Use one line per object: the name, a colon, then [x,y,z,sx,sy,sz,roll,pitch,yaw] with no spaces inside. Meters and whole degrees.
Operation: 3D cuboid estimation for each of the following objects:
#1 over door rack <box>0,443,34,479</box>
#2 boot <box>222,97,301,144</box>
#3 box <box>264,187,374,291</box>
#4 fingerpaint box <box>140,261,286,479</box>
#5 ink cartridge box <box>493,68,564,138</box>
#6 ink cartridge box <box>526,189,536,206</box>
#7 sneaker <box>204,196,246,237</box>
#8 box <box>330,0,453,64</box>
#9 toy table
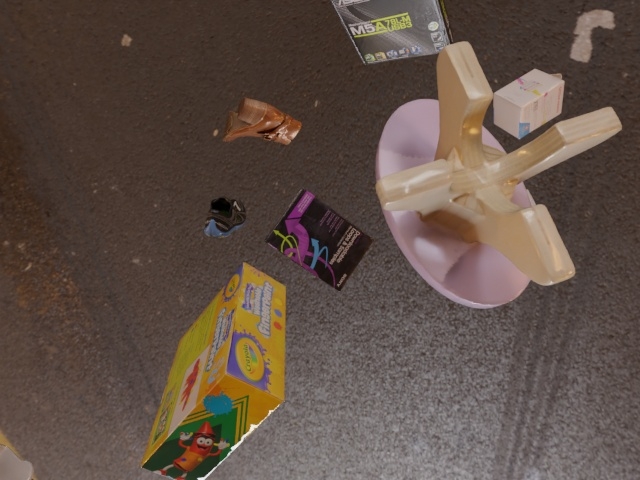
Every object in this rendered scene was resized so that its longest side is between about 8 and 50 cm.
over door rack: [-0.157,0.288,0.246,0.324,0.239,0.108,20,150,17]
boot: [-0.150,-0.271,1.129,0.153,0.072,0.197,15,166,-28]
box: [0.000,0.000,0.810,0.162,0.029,0.116,35,83,-10]
fingerpaint box: [-0.258,0.333,1.215,0.163,0.444,0.371,33,111,-20]
ink cartridge box: [0.494,-0.327,1.077,0.143,0.090,0.092,-31,138,-7]
ink cartridge box: [0.536,0.006,1.309,0.168,0.171,0.232,-18,145,11]
sneaker: [-0.210,-0.065,1.039,0.067,0.188,0.078,11,109,3]
box: [0.139,-0.424,0.869,0.191,0.045,0.184,2,161,28]
toy table: [0.167,-0.067,0.504,0.252,0.161,0.274,-29,79,-11]
